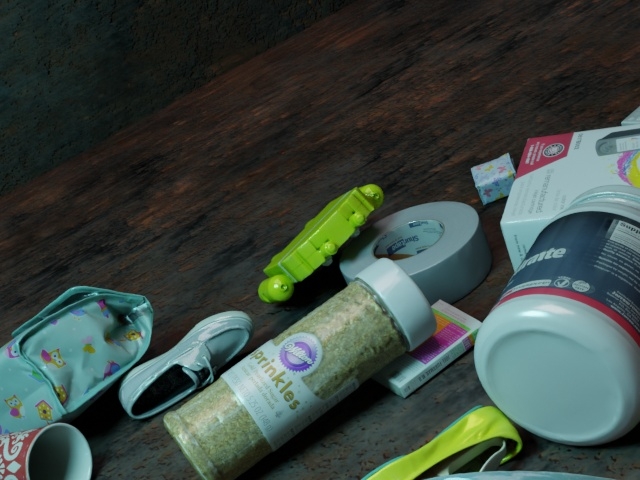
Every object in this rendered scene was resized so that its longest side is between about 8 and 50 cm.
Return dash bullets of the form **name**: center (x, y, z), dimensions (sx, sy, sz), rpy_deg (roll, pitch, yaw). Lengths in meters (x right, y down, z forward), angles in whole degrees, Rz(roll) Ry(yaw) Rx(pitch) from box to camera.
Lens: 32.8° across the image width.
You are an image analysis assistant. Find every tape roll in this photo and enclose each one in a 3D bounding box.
- **tape roll**: center (0.142, 0.028, 1.615), dimensions (0.219, 0.072, 0.219), rpy_deg (-20, 23, 9)

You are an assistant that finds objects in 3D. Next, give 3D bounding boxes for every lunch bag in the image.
- **lunch bag**: center (0.288, -0.104, 1.780), dimensions (0.071, 0.053, 0.083), rpy_deg (-21, 34, 11)
- **lunch bag**: center (-0.393, 0.183, 1.640), dimensions (0.223, 0.160, 0.262), rpy_deg (-34, 5, 38)

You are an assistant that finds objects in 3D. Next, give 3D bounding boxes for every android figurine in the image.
- **android figurine**: center (0.000, 0.000, 1.696), dimensions (0.248, 0.056, 0.273), rpy_deg (-46, 7, -17)

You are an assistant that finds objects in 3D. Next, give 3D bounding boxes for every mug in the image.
- **mug**: center (-0.421, 0.321, 1.478), dimensions (0.169, 0.113, 0.150), rpy_deg (-10, 25, 35)

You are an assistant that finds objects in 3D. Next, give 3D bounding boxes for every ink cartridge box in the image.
- **ink cartridge box**: center (0.415, -0.051, 1.433), dimensions (0.306, 0.131, 0.226), rpy_deg (-8, 31, 27)

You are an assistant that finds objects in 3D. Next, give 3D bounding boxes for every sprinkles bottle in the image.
- **sprinkles bottle**: center (-0.022, 0.168, 1.375), dimensions (0.355, 0.121, 0.121), rpy_deg (-36, 26, -12)

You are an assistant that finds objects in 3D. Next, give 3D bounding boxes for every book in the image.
- **book**: center (0.136, 0.143, 1.432), dimensions (0.144, 0.035, 0.096), rpy_deg (-34, 27, -18)

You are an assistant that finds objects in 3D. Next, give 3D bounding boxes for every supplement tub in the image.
- **supplement tub**: center (0.305, 0.077, 1.216), dimensions (0.191, 0.191, 0.272), rpy_deg (-4, 30, 37)

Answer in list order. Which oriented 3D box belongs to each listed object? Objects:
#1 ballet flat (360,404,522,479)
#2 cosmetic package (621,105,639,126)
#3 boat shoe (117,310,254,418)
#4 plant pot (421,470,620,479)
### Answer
- **ballet flat**: center (0.121, 0.258, 1.165), dimensions (0.231, 0.077, 0.077), rpy_deg (-30, 41, -19)
- **cosmetic package**: center (0.558, -0.177, 1.594), dimensions (0.238, 0.127, 0.107), rpy_deg (-38, 27, -25)
- **boat shoe**: center (-0.189, 0.190, 1.589), dimensions (0.227, 0.079, 0.081), rpy_deg (-32, 31, -4)
- **plant pot**: center (0.162, 0.314, 0.798), dimensions (0.293, 0.293, 0.196), rpy_deg (-11, 53, 26)
